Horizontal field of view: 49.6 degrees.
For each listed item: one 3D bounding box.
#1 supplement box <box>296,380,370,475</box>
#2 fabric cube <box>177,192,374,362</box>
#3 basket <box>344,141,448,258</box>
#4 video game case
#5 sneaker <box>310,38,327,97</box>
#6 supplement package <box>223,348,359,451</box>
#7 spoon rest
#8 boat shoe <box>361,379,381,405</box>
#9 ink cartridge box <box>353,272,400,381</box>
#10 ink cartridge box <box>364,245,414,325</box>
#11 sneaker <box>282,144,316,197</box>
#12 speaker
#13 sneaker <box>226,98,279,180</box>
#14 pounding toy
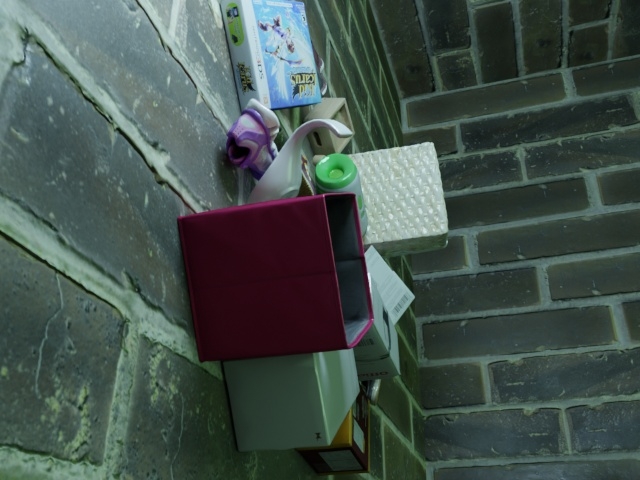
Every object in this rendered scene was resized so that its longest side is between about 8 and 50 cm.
[{"bbox_3d":[0.035,0.433,1.654,0.194,0.129,0.191,65,22,-48],"label":"supplement box"},{"bbox_3d":[-0.066,0.059,1.229,0.254,0.258,0.259,-18,99,-76],"label":"fabric cube"},{"bbox_3d":[0.244,-0.122,2.291,0.266,0.328,0.331,45,38,-79],"label":"basket"},{"bbox_3d":[-0.104,-0.424,1.588,0.269,0.061,0.244,-25,108,-57],"label":"video game case"},{"bbox_3d":[-0.059,-0.489,1.895,0.281,0.106,0.162,-94,162,-54],"label":"sneaker"},{"bbox_3d":[-0.045,0.267,1.350,0.293,0.178,0.175,-28,110,-75],"label":"supplement package"},{"bbox_3d":[-0.056,-0.155,1.437,0.084,0.276,0.137,54,28,13],"label":"spoon rest"},{"bbox_3d":[0.147,0.403,2.173,0.285,0.092,0.102,-80,176,-56],"label":"boat shoe"},{"bbox_3d":[0.048,0.216,1.636,0.307,0.223,0.129,63,23,-52],"label":"ink cartridge box"},{"bbox_3d":[0.113,0.186,1.940,0.275,0.060,0.239,-51,120,-17],"label":"ink cartridge box"},{"bbox_3d":[-0.051,-0.167,1.775,0.084,0.070,0.185,-74,153,-46],"label":"sneaker"},{"bbox_3d":[0.064,-0.116,2.024,0.296,0.131,0.131,73,16,-53],"label":"speaker"},{"bbox_3d":[-0.144,-0.183,1.415,0.104,0.095,0.236,-47,163,-19],"label":"sneaker"},{"bbox_3d":[0.012,-0.291,2.053,0.206,0.094,0.181,-55,140,-37],"label":"pounding toy"}]
